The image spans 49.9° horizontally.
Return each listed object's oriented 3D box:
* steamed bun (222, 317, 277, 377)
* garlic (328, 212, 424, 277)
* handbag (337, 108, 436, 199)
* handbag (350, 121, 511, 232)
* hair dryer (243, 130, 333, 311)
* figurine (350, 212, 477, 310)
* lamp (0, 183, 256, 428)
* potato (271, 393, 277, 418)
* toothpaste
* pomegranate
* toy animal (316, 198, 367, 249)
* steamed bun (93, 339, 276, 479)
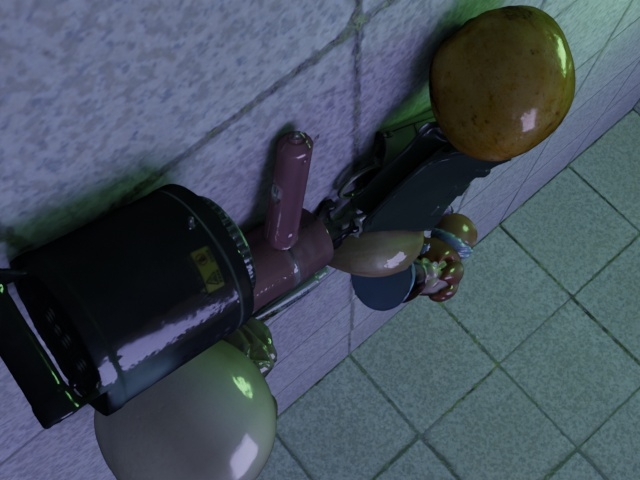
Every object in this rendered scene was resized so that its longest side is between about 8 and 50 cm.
[{"bbox_3d":[-0.204,0.232,1.402,0.218,0.144,0.211,-41,-154,-8],"label":"steamed bun"},{"bbox_3d":[0.108,0.006,1.505,0.244,0.146,0.164,-9,-177,4],"label":"garlic"},{"bbox_3d":[0.155,-0.168,1.382,0.315,0.109,0.241,-21,156,-21],"label":"handbag"},{"bbox_3d":[0.215,-0.113,1.339,0.260,0.079,0.247,-2,148,-46],"label":"handbag"},{"bbox_3d":[-0.079,-0.036,1.102,0.210,0.125,0.353,-31,151,-31],"label":"hair dryer"},{"bbox_3d":[0.250,0.061,1.871,0.276,0.248,0.388,-20,166,37],"label":"figurine"},{"bbox_3d":[-0.209,0.057,0.810,0.272,0.205,0.374,-34,179,-13],"label":"lamp"},{"bbox_3d":[-0.253,0.523,1.902,0.243,0.221,0.327,-32,151,-60],"label":"potato"},{"bbox_3d":[-0.082,0.141,1.657,0.255,0.037,0.067,-34,163,-15],"label":"toothpaste"},{"bbox_3d":[0.308,-0.266,1.159,0.260,0.260,0.260,-38,164,-13],"label":"pomegranate"},{"bbox_3d":[0.000,0.000,1.371,0.225,0.094,0.121,-38,165,-20],"label":"toy animal"},{"bbox_3d":[-0.240,0.323,1.218,0.324,0.324,0.206,-45,-175,8],"label":"steamed bun"}]
